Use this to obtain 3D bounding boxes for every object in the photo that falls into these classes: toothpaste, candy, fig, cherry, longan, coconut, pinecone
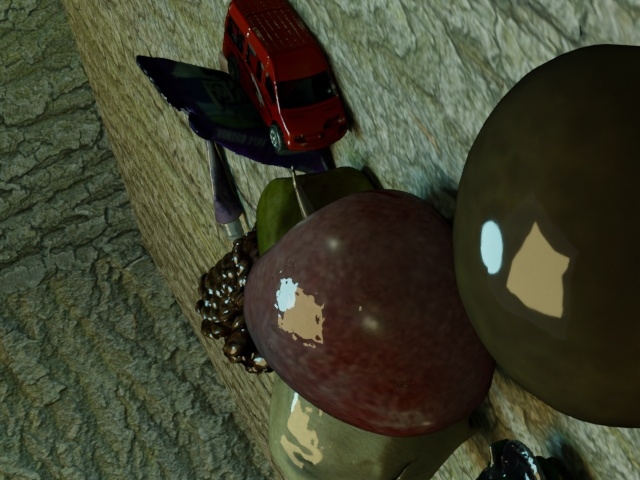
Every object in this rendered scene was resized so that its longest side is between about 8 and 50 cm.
[{"bbox_3d":[-0.182,-0.141,2.246,0.075,0.048,0.301,-135,27,-70],"label":"toothpaste"},{"bbox_3d":[-0.087,-0.136,1.552,0.275,0.070,0.145,18,-155,-52],"label":"candy"},{"bbox_3d":[0.000,0.000,1.465,0.154,0.165,0.144,42,139,-19],"label":"fig"},{"bbox_3d":[0.039,0.057,1.266,0.285,0.213,0.236,58,179,-7],"label":"cherry"},{"bbox_3d":[0.159,0.004,0.714,0.198,0.198,0.212,61,164,24],"label":"longan"},{"bbox_3d":[0.059,0.181,1.443,0.224,0.224,0.224,61,167,25],"label":"coconut"},{"bbox_3d":[-0.035,0.071,1.662,0.221,0.221,0.221,61,167,25],"label":"pinecone"}]

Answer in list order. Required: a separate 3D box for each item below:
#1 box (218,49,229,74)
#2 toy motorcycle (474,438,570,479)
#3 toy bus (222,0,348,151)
[{"bbox_3d":[-0.113,-0.206,1.871,0.048,0.025,0.115,-124,16,-47],"label":"box"},{"bbox_3d":[0.217,0.303,1.189,0.274,0.125,0.187,-122,24,-44],"label":"toy motorcycle"},{"bbox_3d":[-0.037,-0.181,1.472,0.089,0.081,0.195,95,152,-46],"label":"toy bus"}]
